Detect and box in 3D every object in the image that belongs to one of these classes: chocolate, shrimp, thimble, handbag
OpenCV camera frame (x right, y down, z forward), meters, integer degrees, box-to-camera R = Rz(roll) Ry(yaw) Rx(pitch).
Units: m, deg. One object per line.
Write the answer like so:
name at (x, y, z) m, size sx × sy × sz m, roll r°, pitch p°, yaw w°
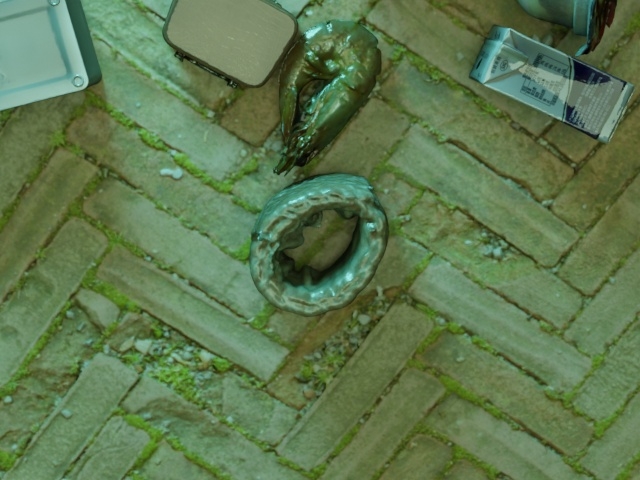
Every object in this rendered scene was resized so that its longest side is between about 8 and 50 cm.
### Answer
chocolate at (0.366, -0.389, 1.841) m, size 0.147 × 0.221 × 0.221 m, roll 5°, pitch 103°, yaw 21°
shrimp at (-0.008, -0.219, 1.896) m, size 0.145 × 0.061 × 0.267 m, roll 26°, pitch 102°, yaw -18°
thimble at (-0.001, 0.007, 1.909) m, size 0.229 × 0.148 × 0.196 m, roll -24°, pitch 103°, yaw 4°
handbag at (-0.141, -0.321, 1.869) m, size 0.193 × 0.072 × 0.151 m, roll 24°, pitch 100°, yaw -10°

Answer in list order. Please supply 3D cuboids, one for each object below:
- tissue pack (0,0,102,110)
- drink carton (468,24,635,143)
tissue pack at (-0.471, -0.277, 1.828) m, size 0.246 × 0.136 × 0.159 m, roll -14°, pitch 103°, yaw 0°
drink carton at (0.350, -0.243, 1.878) m, size 0.222 × 0.134 × 0.102 m, roll 23°, pitch 103°, yaw -7°
